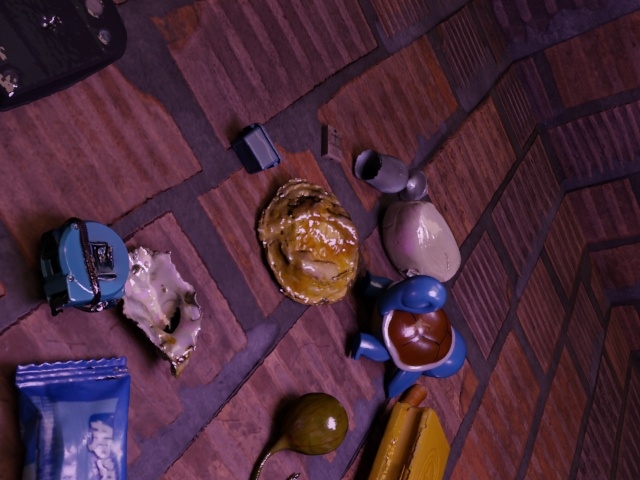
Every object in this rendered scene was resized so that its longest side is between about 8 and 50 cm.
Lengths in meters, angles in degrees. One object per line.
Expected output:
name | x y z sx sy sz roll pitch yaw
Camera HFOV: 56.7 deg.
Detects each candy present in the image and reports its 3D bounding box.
candy | -0.341 0.328 0.820 0.187 0.077 0.331 15 68 -54

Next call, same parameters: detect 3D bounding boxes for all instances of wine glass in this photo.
wine glass | 0.188 -0.170 1.579 0.222 0.103 0.103 15 67 -46

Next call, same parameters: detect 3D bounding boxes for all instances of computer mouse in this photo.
computer mouse | -0.431 -0.309 0.895 0.269 0.100 0.170 -43 109 -42

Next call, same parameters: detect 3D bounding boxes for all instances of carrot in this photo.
carrot | 0.214 0.411 1.467 0.139 0.048 0.048 -33 104 -47

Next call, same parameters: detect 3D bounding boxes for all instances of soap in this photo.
soap | 0.187 0.546 1.314 0.324 0.096 0.204 -61 138 -38

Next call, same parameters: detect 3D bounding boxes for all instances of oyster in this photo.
oyster | -0.264 0.111 0.989 0.209 0.072 0.133 47 50 -2

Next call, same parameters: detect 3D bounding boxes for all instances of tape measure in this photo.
tape measure | -0.352 0.038 0.893 0.125 0.081 0.146 -2 77 -60

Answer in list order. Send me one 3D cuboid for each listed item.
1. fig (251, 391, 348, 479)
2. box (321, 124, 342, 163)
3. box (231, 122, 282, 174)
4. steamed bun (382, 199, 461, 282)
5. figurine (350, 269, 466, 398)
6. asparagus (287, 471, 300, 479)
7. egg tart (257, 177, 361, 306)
fig | -0.052 0.387 1.137 0.236 0.124 0.124 -32 104 -25
box | 0.028 -0.238 1.470 0.053 0.024 0.083 20 65 -45
box | -0.135 -0.186 1.228 0.054 0.074 0.099 -44 112 -36
steamed bun | 0.251 0.015 1.550 0.152 0.170 0.239 -46 115 -25
figurine | 0.205 0.198 1.423 0.416 0.243 0.298 58 28 -50
asparagus | -0.089 0.486 1.109 0.016 0.016 0.163 47 40 8
egg tart | 0.000 0.000 1.290 0.297 0.132 0.297 14 69 -40
